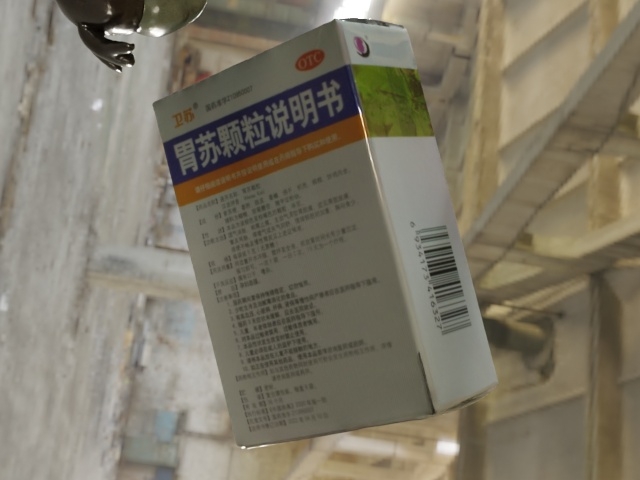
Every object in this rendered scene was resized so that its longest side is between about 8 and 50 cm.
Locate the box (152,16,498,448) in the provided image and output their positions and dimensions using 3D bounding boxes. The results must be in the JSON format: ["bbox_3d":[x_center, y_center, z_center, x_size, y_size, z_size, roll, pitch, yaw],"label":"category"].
[{"bbox_3d":[0.000,0.000,0.857,0.200,0.106,0.300,-17,-96,36],"label":"box"}]

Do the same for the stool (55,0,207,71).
[{"bbox_3d":[-0.105,-0.189,0.633,0.125,0.121,0.217,101,-24,-44],"label":"stool"}]
